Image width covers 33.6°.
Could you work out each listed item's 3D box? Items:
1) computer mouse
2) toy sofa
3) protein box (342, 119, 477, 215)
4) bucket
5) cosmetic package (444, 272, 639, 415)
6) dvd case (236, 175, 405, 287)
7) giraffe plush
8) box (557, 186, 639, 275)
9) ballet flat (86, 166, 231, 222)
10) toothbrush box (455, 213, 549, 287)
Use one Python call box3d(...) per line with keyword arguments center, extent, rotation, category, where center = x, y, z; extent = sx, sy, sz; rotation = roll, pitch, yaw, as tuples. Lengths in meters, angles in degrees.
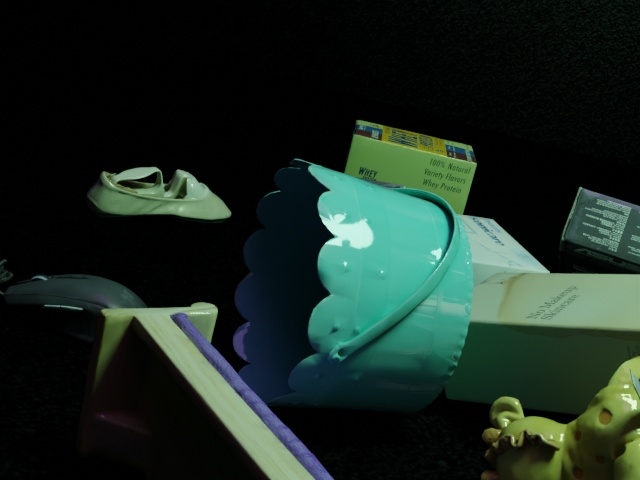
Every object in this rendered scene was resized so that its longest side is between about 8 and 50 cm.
box3d(center=(-0.317, 0.068, 1.195), extent=(0.262, 0.060, 0.184), rotation=(18, 17, 15), category="computer mouse")
box3d(center=(-0.053, 0.189, 0.864), extent=(0.177, 0.150, 0.362), rotation=(1, 21, -32), category="toy sofa")
box3d(center=(0.127, -0.067, 1.712), extent=(0.200, 0.201, 0.136), rotation=(13, 17, 0), category="protein box")
box3d(center=(0.031, 0.058, 1.163), extent=(0.183, 0.281, 0.281), rotation=(11, 17, -21), category="bucket")
box3d(center=(0.298, 0.114, 1.199), extent=(0.309, 0.113, 0.160), rotation=(0, 20, 43), category="cosmetic package")
box3d(center=(0.000, 0.000, 1.397), extent=(0.018, 0.221, 0.164), rotation=(50, -15, -25), category="dvd case")
box3d(center=(0.247, 0.221, 1.015), extent=(0.170, 0.210, 0.181), rotation=(-16, 22, 25), category="giraffe plush")
box3d(center=(0.557, 0.063, 1.583), extent=(0.395, 0.097, 0.318), rotation=(19, -13, 15), category="box")
box3d(center=(-0.243, -0.074, 1.661), extent=(0.248, 0.086, 0.086), rotation=(0, 21, -37), category="ballet flat")
box3d(center=(0.140, 0.041, 1.514), extent=(0.296, 0.126, 0.216), rotation=(9, 19, -16), category="toothbrush box")
